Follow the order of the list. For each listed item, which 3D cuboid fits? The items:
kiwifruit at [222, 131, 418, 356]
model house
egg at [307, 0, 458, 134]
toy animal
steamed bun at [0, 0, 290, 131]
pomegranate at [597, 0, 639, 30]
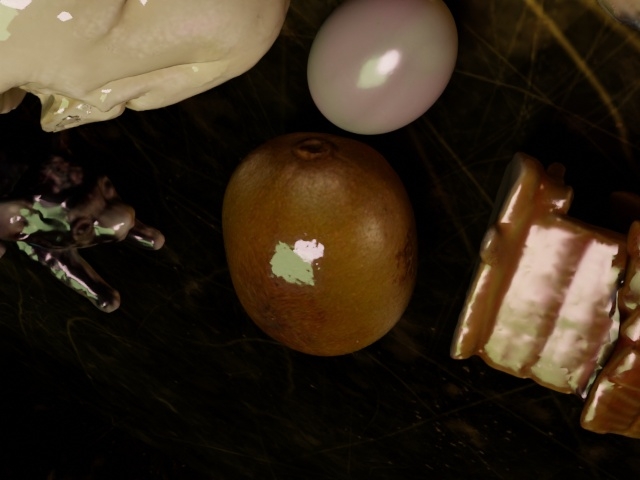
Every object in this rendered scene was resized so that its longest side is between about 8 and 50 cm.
[{"bbox_3d":[0.000,0.000,0.725,0.196,0.196,0.234,22,142,19],"label":"kiwifruit"},{"bbox_3d":[0.232,0.053,0.612,0.229,0.219,0.199,22,107,9],"label":"model house"},{"bbox_3d":[0.046,-0.136,0.563,0.103,0.103,0.135,40,146,-11],"label":"egg"},{"bbox_3d":[-0.406,-0.071,1.008,0.344,0.194,0.302,17,152,16],"label":"toy animal"},{"bbox_3d":[-0.208,-0.235,0.414,0.394,0.237,0.346,44,110,22],"label":"steamed bun"},{"bbox_3d":[0.080,-0.210,0.286,0.254,0.254,0.270,-17,106,54],"label":"pomegranate"}]
